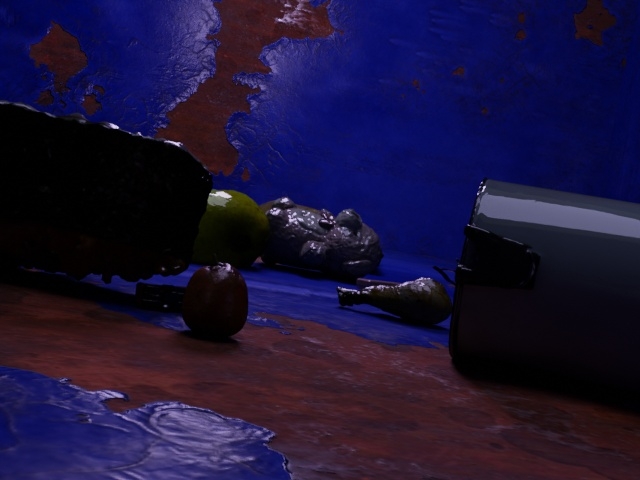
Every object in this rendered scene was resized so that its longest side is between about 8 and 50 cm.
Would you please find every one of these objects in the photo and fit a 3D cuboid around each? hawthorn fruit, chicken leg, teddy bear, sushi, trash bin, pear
[{"bbox_3d":[-0.106,0.062,0.752,0.077,0.077,0.077,10,3,-1],"label":"hawthorn fruit"},{"bbox_3d":[0.113,0.091,1.130,0.178,0.070,0.093,0,1,11],"label":"chicken leg"},{"bbox_3d":[-0.001,0.001,1.590,0.267,0.151,0.236,8,23,9],"label":"teddy bear"},{"bbox_3d":[-0.309,-0.048,0.925,0.348,0.208,0.234,11,-12,9],"label":"sushi"},{"bbox_3d":[0.298,0.056,0.841,0.262,0.217,0.277,11,-2,18],"label":"trash bin"},{"bbox_3d":[-0.231,-0.038,1.475,0.292,0.160,0.292,13,3,-1],"label":"pear"}]

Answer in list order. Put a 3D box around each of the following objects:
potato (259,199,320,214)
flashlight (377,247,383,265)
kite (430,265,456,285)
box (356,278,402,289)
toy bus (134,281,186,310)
[{"bbox_3d":[-0.048,-0.014,1.820,0.296,0.141,0.191,11,-14,35],"label":"potato"},{"bbox_3d":[0.120,0.032,2.035,0.103,0.103,0.424,10,1,4],"label":"flashlight"},{"bbox_3d":[0.254,0.094,1.043,0.229,0.016,0.127,36,-21,-28],"label":"kite"},{"bbox_3d":[0.127,0.093,1.439,0.115,0.025,0.048,9,-2,-32],"label":"box"},{"bbox_3d":[-0.161,0.068,0.863,0.110,0.031,0.043,8,-3,-27],"label":"toy bus"}]
